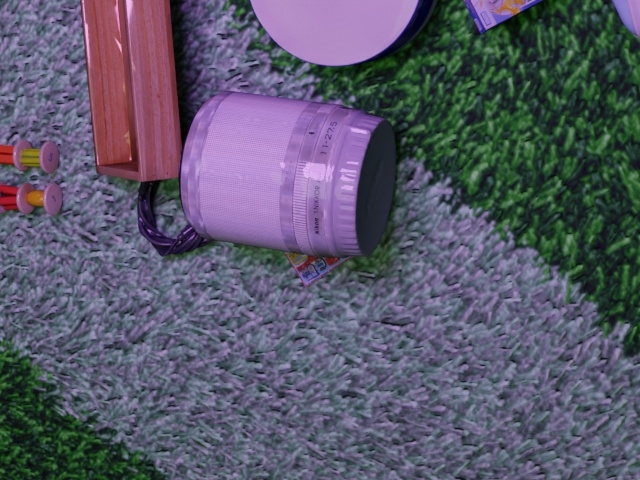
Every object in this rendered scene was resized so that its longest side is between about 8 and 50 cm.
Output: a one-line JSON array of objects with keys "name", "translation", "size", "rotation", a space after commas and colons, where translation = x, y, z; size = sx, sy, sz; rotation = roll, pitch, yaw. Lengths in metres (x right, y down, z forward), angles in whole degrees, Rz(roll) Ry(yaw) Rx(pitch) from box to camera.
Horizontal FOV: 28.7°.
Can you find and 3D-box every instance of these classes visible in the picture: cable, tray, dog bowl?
[{"name": "cable", "translation": [-0.216, -0.058, 1.955], "size": [0.151, 0.047, 0.184], "rotation": [20, 106, 9]}, {"name": "tray", "translation": [-0.283, -0.300, 1.834], "size": [0.203, 0.076, 0.410], "rotation": [12, 109, 60]}, {"name": "dog bowl", "translation": [0.032, -0.378, 1.755], "size": [0.265, 0.104, 0.265], "rotation": [4, 104, 19]}]

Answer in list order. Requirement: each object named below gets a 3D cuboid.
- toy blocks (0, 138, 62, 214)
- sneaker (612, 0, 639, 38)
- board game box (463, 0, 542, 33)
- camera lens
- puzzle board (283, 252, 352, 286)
[{"name": "toy blocks", "translation": [-0.500, -0.104, 2.035], "size": [0.148, 0.054, 0.123], "rotation": [3, 104, 19]}, {"name": "sneaker", "translation": [0.342, -0.420, 1.632], "size": [0.150, 0.135, 0.366], "rotation": [-21, 86, 29]}, {"name": "board game box", "translation": [0.231, -0.400, 1.686], "size": [0.136, 0.035, 0.201], "rotation": [-29, 92, -6]}, {"name": "camera lens", "translation": [-0.050, -0.093, 1.787], "size": [0.274, 0.219, 0.219], "rotation": [9, 105, 17]}, {"name": "puzzle board", "translation": [0.000, 0.000, 1.904], "size": [0.128, 0.011, 0.096], "rotation": [-33, 90, 22]}]
